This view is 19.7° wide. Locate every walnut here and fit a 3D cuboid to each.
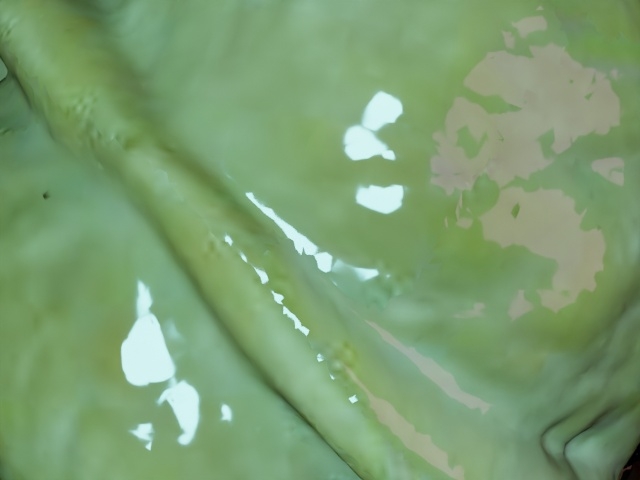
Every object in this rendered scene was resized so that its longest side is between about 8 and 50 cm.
[{"bbox_3d":[0.000,0.000,0.640,0.296,0.285,0.285,-45,143,8],"label":"walnut"}]

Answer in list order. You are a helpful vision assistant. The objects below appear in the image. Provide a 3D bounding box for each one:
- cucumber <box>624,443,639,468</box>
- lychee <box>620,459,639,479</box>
[{"bbox_3d":[0.175,0.102,1.075,0.245,0.067,0.067,-18,109,-55],"label":"cucumber"},{"bbox_3d":[0.236,0.246,0.980,0.330,0.306,0.306,-49,132,-46],"label":"lychee"}]
